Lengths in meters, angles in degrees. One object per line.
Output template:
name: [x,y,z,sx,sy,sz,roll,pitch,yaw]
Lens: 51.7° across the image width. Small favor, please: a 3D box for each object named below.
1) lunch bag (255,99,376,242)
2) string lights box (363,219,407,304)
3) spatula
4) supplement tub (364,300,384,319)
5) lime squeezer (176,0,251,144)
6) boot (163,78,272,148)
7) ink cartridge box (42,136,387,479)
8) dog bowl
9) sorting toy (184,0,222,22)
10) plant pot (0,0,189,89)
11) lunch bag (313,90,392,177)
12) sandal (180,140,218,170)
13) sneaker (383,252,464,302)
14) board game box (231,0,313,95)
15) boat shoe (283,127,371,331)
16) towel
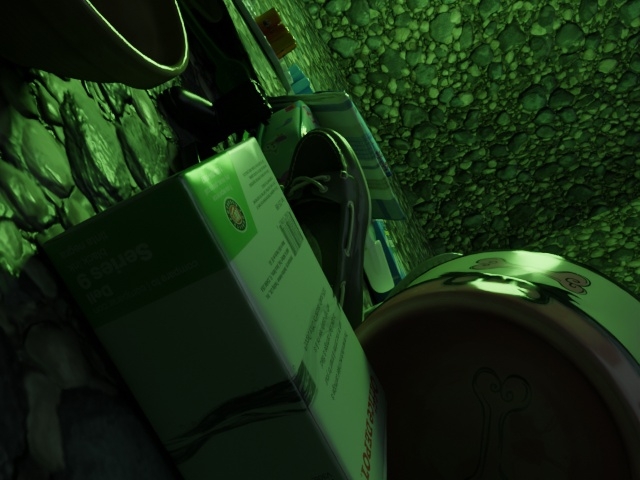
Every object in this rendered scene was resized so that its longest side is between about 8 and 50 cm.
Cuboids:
lunch bag: [-0.005,-0.081,1.104,0.279,0.107,0.224,58,13,-29]
string lights box: [0.142,0.060,1.499,0.260,0.076,0.133,66,11,5]
spatula: [0.023,0.004,0.977,0.019,0.168,0.242,7,-58,53]
supplement tub: [0.182,0.246,1.046,0.316,0.193,0.193,69,13,20]
lime squeezer: [-0.131,-0.220,0.969,0.110,0.058,0.310,35,33,-66]
boot: [-0.121,-0.167,0.809,0.121,0.099,0.045,46,22,-56]
ink cartridge box: [-0.059,0.079,0.544,0.289,0.121,0.211,63,13,-10]
dog bowl: [0.171,0.213,0.670,0.150,0.408,0.408,0,64,-54]
sorting toy: [-0.241,-0.449,1.013,0.208,0.038,0.193,17,49,-67]
plant pot: [-0.211,-0.210,0.504,0.237,0.109,0.237,58,15,-25]
lunch bag: [0.040,-0.248,1.602,0.221,0.138,0.293,58,5,-18]
sandal: [-0.098,-0.068,0.818,0.097,0.054,0.254,68,13,12]
sneaker: [0.131,0.131,0.891,0.102,0.282,0.161,39,19,20]
board game box: [-0.139,-0.439,1.145,0.390,0.050,0.390,59,4,1]
boat shoe: [0.000,0.000,0.843,0.095,0.112,0.335,25,59,-60]
towel: [0.026,-0.150,1.215,0.034,0.209,0.285,-53,130,-29]
